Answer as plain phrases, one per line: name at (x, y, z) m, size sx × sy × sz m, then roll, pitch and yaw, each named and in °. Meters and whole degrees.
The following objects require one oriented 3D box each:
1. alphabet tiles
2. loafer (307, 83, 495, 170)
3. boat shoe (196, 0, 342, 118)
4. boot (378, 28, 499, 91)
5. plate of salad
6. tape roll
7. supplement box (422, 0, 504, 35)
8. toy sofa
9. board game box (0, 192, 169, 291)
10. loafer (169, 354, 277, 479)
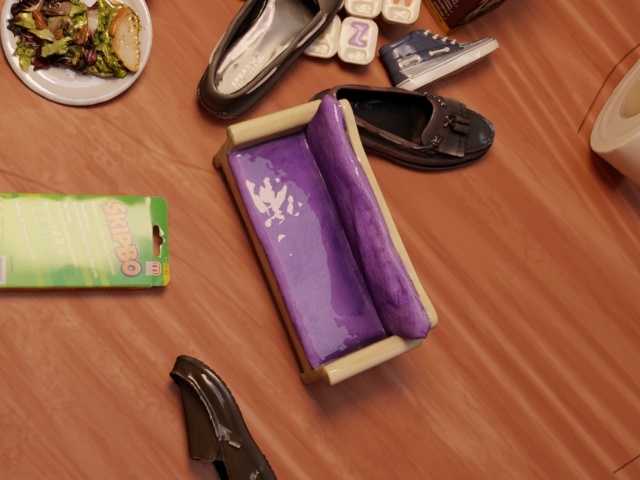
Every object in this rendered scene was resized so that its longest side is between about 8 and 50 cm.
alphabet tiles at (0.015, -0.409, 1.376) m, size 0.284 × 0.021 × 0.278 m, roll 9°, pitch 87°, yaw -3°
loafer at (0.131, -0.172, 1.366) m, size 0.302 × 0.095 × 0.109 m, roll 6°, pitch 75°, yaw -18°
boat shoe at (-0.052, -0.312, 1.300) m, size 0.112 × 0.095 × 0.335 m, roll 36°, pitch 82°, yaw -6°
boot at (0.185, -0.296, 1.430) m, size 0.190 × 0.069 × 0.086 m, roll -27°, pitch 90°, yaw -21°
plate of salad at (-0.326, -0.282, 1.237) m, size 0.199 × 0.048 × 0.200 m, roll -1°, pitch 94°, yaw -10°
tape roll at (0.551, -0.220, 1.425) m, size 0.100 × 0.286 × 0.286 m, roll 36°, pitch 68°, yaw -7°
supplement box at (0.228, -0.457, 1.417) m, size 0.129 × 0.194 × 0.191 m, roll -32°, pitch 88°, yaw -23°
toy sofa at (0.000, 0.000, 1.236) m, size 0.150 × 0.177 × 0.363 m, roll -20°, pitch 85°, yaw -23°
board game box at (-0.327, 0.002, 1.197) m, size 0.259 × 0.039 × 0.124 m, roll 0°, pitch 77°, yaw -17°
loafer at (-0.135, 0.248, 1.177) m, size 0.078 × 0.080 × 0.220 m, roll -31°, pitch 88°, yaw -24°
